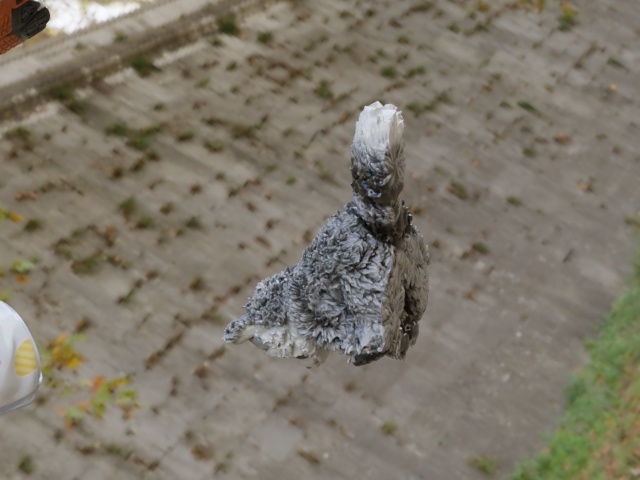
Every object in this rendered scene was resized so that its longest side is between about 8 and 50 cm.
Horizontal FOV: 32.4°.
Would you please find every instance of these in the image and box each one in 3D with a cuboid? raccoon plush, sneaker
[{"bbox_3d":[0.000,0.000,1.693,0.216,0.299,0.446,-22,-64,-62],"label":"raccoon plush"},{"bbox_3d":[-0.438,-0.341,1.442,0.099,0.121,0.262,-33,-11,-9],"label":"sneaker"}]

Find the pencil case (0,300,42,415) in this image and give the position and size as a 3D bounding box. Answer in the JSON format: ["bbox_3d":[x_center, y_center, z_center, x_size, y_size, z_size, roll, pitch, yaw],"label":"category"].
[{"bbox_3d":[-0.388,0.147,1.000,0.273,0.124,0.113,-29,-31,-47],"label":"pencil case"}]
